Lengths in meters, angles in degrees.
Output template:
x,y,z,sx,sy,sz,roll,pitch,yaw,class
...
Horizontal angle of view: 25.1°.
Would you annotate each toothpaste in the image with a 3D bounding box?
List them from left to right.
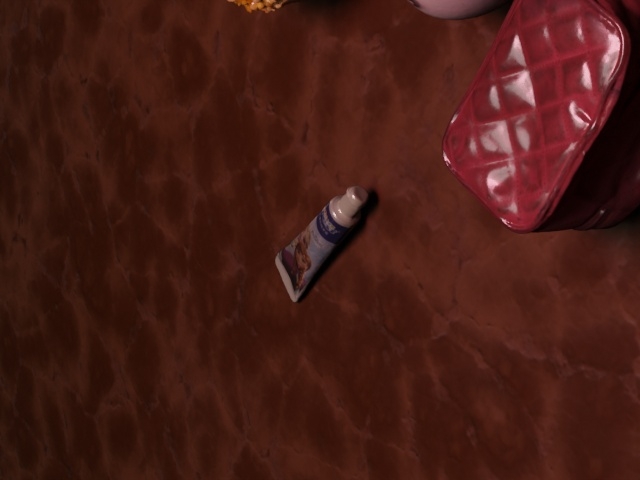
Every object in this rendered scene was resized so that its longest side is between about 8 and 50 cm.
x,y,z,sx,sy,sz,roll,pitch,yaw,class
0.000,0.000,1.575,0.216,0.037,0.062,-48,58,54,toothpaste

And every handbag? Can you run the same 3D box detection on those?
x,y,z,sx,sy,sz,roll,pitch,yaw,class
0.211,-0.113,1.157,0.146,0.135,0.225,54,132,37,handbag

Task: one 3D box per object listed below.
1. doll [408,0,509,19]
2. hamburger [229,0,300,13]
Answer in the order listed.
x,y,z,sx,sy,sz,roll,pitch,yaw,class
0.124,-0.303,1.228,0.251,0.221,0.221,-35,64,23,doll
-0.050,-0.381,1.457,0.302,0.170,0.302,15,108,56,hamburger
